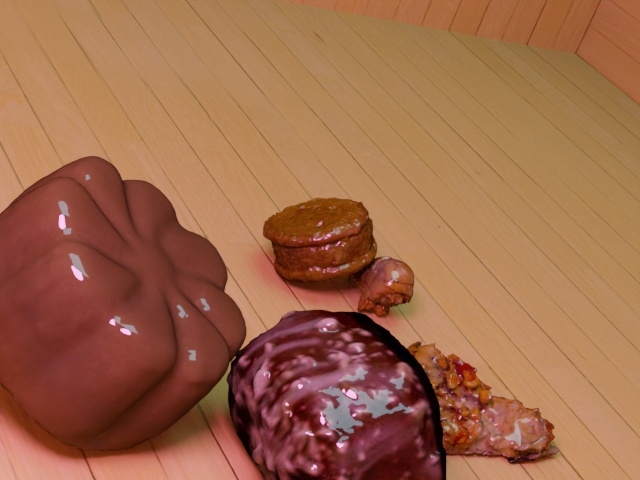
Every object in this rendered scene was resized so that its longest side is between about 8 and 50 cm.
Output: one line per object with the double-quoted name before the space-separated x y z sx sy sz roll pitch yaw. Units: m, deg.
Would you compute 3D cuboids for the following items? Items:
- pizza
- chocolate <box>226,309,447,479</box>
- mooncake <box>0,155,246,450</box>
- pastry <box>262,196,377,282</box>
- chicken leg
"pizza" 0.216 0.271 2.048 0.287 0.074 0.251 29 29 17
"chocolate" -0.003 0.234 1.788 0.210 0.225 0.340 -6 34 -32
"mooncake" -0.272 0.073 1.757 0.378 0.200 0.378 39 31 -28
"pastry" 0.000 0.000 2.293 0.188 0.103 0.189 -10 22 4
"chicken leg" 0.092 0.070 2.326 0.085 0.101 0.207 12 7 -27
